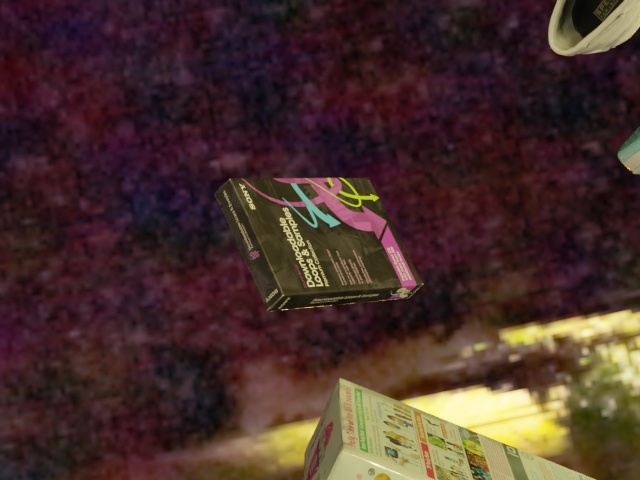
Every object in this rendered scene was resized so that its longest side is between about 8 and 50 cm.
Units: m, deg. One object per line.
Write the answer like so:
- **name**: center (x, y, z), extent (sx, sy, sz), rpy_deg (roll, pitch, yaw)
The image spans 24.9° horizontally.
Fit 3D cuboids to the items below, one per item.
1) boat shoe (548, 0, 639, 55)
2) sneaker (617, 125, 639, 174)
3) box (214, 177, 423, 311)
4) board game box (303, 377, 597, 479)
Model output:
- **boat shoe**: center (0.288, -0.267, 1.325), extent (0.084, 0.095, 0.258), rpy_deg (-27, 150, -40)
- **sneaker**: center (0.496, -0.091, 1.712), extent (0.127, 0.208, 0.319), rpy_deg (-46, -179, -9)
- **box**: center (0.000, 0.000, 1.214), extent (0.162, 0.116, 0.029), rpy_deg (-4, 149, -42)
- **board game box**: center (0.139, 0.257, 1.383), extent (0.303, 0.097, 0.224), rpy_deg (23, -170, -4)
